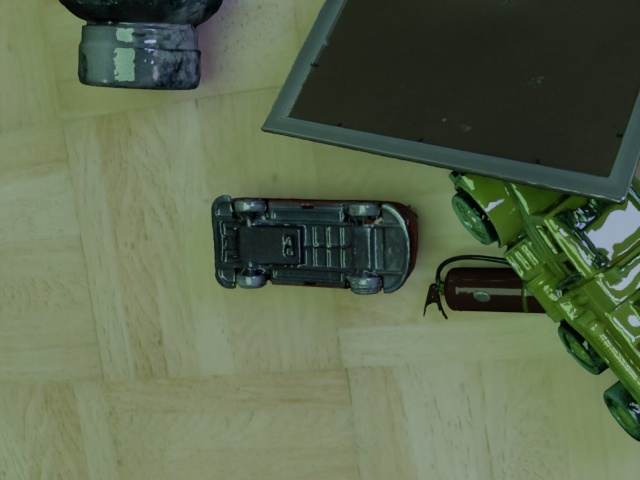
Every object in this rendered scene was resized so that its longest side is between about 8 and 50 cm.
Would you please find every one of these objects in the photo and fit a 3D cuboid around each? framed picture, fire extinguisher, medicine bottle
[{"bbox_3d":[0.117,-0.139,0.800,0.273,0.016,0.216,14,66,25],"label":"framed picture"},{"bbox_3d":[0.143,0.039,0.875,0.132,0.039,0.056,1,108,22],"label":"fire extinguisher"},{"bbox_3d":[-0.145,-0.270,0.890,0.141,0.141,0.293,7,101,21],"label":"medicine bottle"}]

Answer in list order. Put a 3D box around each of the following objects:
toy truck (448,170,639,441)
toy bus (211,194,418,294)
[{"bbox_3d":[0.215,0.014,0.772,0.128,0.135,0.259,-36,79,-7],"label":"toy truck"},{"bbox_3d":[0.000,0.000,0.906,0.174,0.077,0.079,2,99,21],"label":"toy bus"}]
